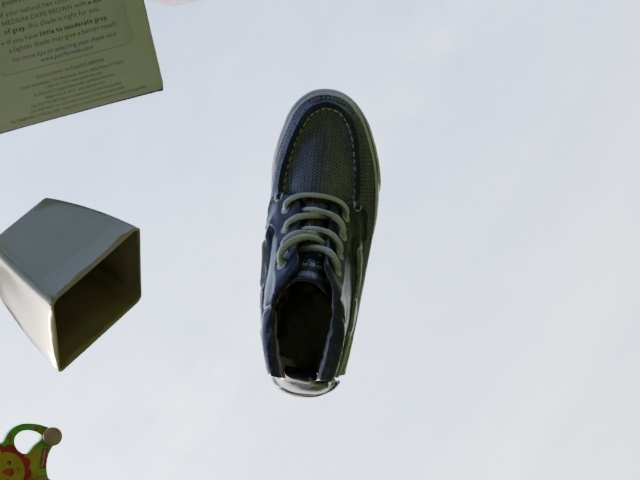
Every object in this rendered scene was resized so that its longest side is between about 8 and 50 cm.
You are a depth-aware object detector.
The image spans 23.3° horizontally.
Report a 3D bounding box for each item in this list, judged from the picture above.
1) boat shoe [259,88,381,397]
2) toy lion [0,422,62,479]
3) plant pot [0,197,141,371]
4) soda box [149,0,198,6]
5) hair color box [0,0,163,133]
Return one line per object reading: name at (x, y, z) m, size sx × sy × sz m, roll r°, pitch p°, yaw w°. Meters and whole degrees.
boat shoe at (0.000, 0.000, 1.648) m, size 0.158 × 0.127 × 0.341 m, roll 74°, pitch -162°, yaw -87°
toy lion at (-0.374, 0.273, 1.909) m, size 0.034 × 0.096 × 0.100 m, roll 165°, pitch 116°, yaw -66°
plant pot at (-0.230, 0.028, 1.363) m, size 0.109 × 0.096 × 0.109 m, roll -45°, pitch -23°, yaw -32°
soda box at (-0.208, -0.349, 2.046) m, size 0.061 × 0.058 × 0.181 m, roll -8°, pitch 1°, yaw 17°
hair color box at (-0.292, -0.293, 1.546) m, size 0.185 × 0.110 × 0.339 m, roll -17°, pitch -74°, yaw -18°
